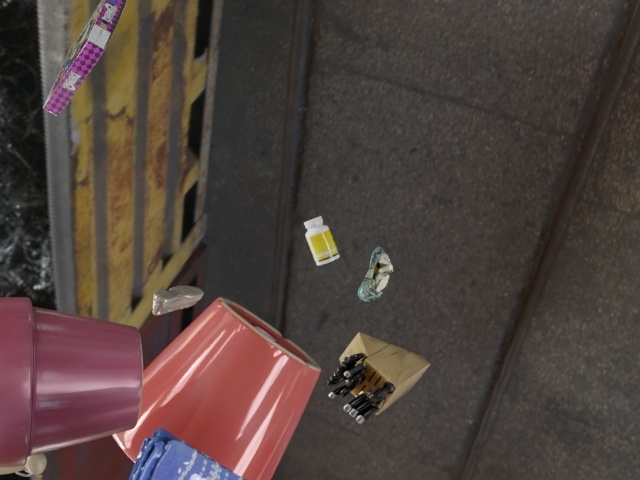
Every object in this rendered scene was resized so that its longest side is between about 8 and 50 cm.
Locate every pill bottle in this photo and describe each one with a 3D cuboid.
[{"bbox_3d":[0.000,0.000,2.077,0.065,0.065,0.116,-19,94,37],"label":"pill bottle"}]

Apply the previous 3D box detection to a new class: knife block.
[{"bbox_3d":[0.139,0.322,1.783,0.275,0.242,0.088,24,114,-25],"label":"knife block"}]

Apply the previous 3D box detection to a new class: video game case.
[{"bbox_3d":[-0.477,-0.394,1.665,0.041,0.210,0.232,29,137,-25],"label":"video game case"}]

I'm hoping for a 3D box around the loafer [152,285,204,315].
[{"bbox_3d":[-0.266,0.111,1.505,0.045,0.125,0.039,27,106,26],"label":"loafer"}]

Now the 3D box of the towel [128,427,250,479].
[{"bbox_3d":[-0.093,0.366,0.827,0.040,0.243,0.336,-9,141,43],"label":"towel"}]

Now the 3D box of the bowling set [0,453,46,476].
[{"bbox_3d":[-0.595,0.306,1.628,0.154,0.200,0.287,-6,108,24],"label":"bowling set"}]

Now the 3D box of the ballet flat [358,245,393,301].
[{"bbox_3d":[0.157,0.087,2.128,0.070,0.188,0.070,13,139,12],"label":"ballet flat"}]

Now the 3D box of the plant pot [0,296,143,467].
[{"bbox_3d":[-0.317,0.169,0.992,0.180,0.201,0.201,3,138,-23],"label":"plant pot"}]

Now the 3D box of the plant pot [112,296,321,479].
[{"bbox_3d":[-0.145,0.236,1.228,0.275,0.243,0.275,35,179,1],"label":"plant pot"}]
